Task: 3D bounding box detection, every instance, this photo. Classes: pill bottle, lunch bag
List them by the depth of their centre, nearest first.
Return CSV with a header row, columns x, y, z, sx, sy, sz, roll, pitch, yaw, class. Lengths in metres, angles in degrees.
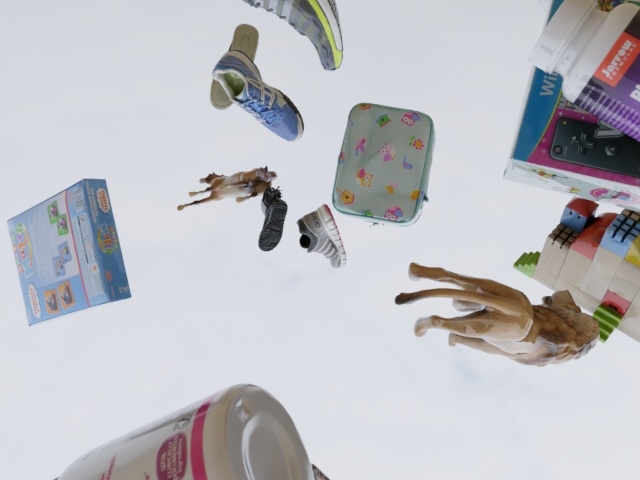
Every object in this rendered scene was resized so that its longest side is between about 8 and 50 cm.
x,y,z,sx,sy,sz,roll,pitch,yaw,class
-0.162,0.266,0.599,0.283,0.160,0.160,-28,-144,18,pill bottle
0.316,-0.168,0.606,0.193,0.108,0.108,35,-136,13,pill bottle
0.153,-0.167,1.403,0.224,0.279,0.108,11,179,9,lunch bag

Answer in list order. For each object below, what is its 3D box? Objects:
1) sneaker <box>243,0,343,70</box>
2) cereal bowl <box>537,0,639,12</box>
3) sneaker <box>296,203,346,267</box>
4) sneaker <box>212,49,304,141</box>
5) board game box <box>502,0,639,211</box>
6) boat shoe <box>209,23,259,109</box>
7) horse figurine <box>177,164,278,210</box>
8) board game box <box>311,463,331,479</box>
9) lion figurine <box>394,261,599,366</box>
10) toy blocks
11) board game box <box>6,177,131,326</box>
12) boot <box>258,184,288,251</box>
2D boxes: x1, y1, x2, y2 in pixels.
x,y,z,sx,sy,sz,roll,pitch,yaw,class
-0.058,-0.383,0.918,0.121,0.300,0.111,-23,-145,17,sneaker
0.516,-0.498,1.139,0.339,0.141,0.339,9,-122,-15,cereal bowl
0.000,0.000,1.108,0.075,0.170,0.063,-19,-125,3,sneaker
-0.120,-0.259,1.132,0.211,0.080,0.081,43,-144,-7,sneaker
0.400,-0.153,0.722,0.303,0.224,0.097,15,175,13,board game box
-0.208,-0.412,1.472,0.084,0.079,0.233,21,-109,-11,boat shoe
-0.186,-0.118,1.301,0.263,0.066,0.174,-7,-165,34,horse figurine
-0.023,0.490,0.848,0.141,0.291,0.232,-13,-141,33,board game box
0.298,0.130,0.974,0.240,0.142,0.392,7,176,34,lion figurine
0.583,0.043,1.152,0.381,0.261,0.191,35,-119,29,toy blocks
-0.348,0.022,0.820,0.212,0.160,0.039,-16,176,36,board game box
-0.104,-0.048,1.235,0.045,0.121,0.099,12,-162,-23,boot
